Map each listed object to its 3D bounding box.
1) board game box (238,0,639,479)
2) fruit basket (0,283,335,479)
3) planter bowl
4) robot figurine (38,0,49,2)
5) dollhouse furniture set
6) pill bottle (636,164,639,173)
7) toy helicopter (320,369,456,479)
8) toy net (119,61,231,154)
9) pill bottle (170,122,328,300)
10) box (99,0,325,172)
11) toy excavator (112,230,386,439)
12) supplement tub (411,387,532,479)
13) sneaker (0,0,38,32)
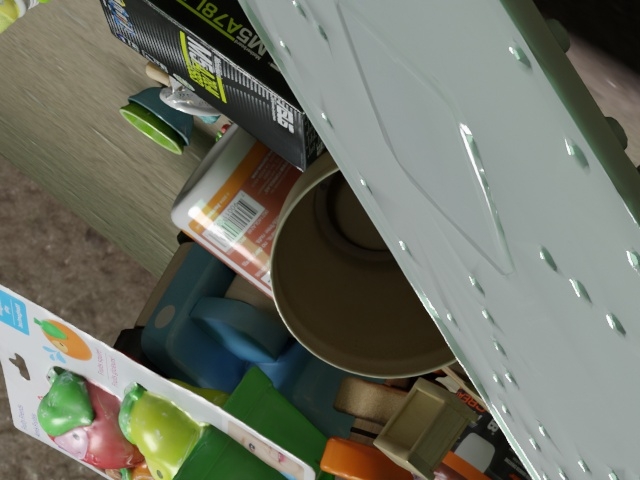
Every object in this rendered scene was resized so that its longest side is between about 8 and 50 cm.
[{"bbox_3d":[0.062,-0.055,0.839,0.390,0.050,0.390,59,171,1],"label":"board game box"},{"bbox_3d":[-0.163,0.200,1.869,0.353,0.165,0.327,23,152,10],"label":"fruit basket"},{"bbox_3d":[0.045,-0.006,1.317,0.162,0.162,0.109,40,-162,-20],"label":"planter bowl"},{"bbox_3d":[-0.189,-0.212,1.358,0.101,0.067,0.115,66,-174,26],"label":"robot figurine"},{"bbox_3d":[0.098,0.082,1.402,0.101,0.182,0.161,43,169,-34],"label":"dollhouse furniture set"},{"bbox_3d":[0.188,0.025,0.988,0.112,0.112,0.187,35,171,11],"label":"pill bottle"},{"bbox_3d":[0.183,0.190,1.756,0.355,0.140,0.235,16,172,14],"label":"toy helicopter"},{"bbox_3d":[-0.107,-0.104,1.674,0.122,0.045,0.232,37,171,-1],"label":"toy net"},{"bbox_3d":[0.000,0.000,1.555,0.216,0.121,0.121,38,171,-10],"label":"pill bottle"},{"bbox_3d":[-0.073,-0.133,1.402,0.184,0.045,0.191,38,172,6],"label":"box"},{"bbox_3d":[-0.023,0.072,1.900,0.445,0.222,0.433,3,147,50],"label":"toy excavator"},{"bbox_3d":[0.143,0.163,1.594,0.106,0.198,0.106,35,170,7],"label":"supplement tub"},{"bbox_3d":[-0.331,-0.239,1.685,0.208,0.094,0.081,44,170,-33],"label":"sneaker"}]
